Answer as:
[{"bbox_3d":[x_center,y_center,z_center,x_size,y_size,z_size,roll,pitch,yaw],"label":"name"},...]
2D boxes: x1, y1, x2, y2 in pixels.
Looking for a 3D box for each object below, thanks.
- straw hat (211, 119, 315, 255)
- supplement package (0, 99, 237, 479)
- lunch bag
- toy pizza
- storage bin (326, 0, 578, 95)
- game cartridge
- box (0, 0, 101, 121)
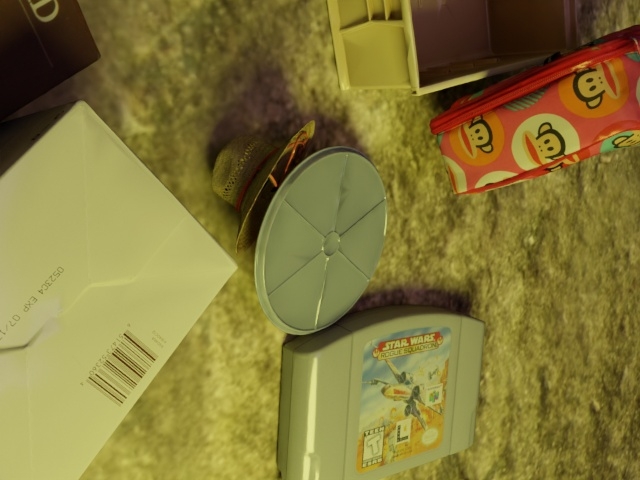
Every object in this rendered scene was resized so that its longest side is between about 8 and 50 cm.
[{"bbox_3d":[-0.066,-0.063,0.610,0.061,0.144,0.144,30,77,3],"label":"straw hat"},{"bbox_3d":[-0.205,0.036,0.424,0.194,0.203,0.149,-54,124,-24],"label":"supplement package"},{"bbox_3d":[0.268,-0.136,0.740,0.293,0.258,0.120,-21,90,-45],"label":"lunch bag"},{"bbox_3d":[0.000,0.000,0.678,0.201,0.032,0.201,-23,123,-43],"label":"toy pizza"},{"bbox_3d":[0.138,-0.305,0.685,0.262,0.123,0.260,-21,111,-32],"label":"storage bin"},{"bbox_3d":[0.085,0.178,0.780,0.297,0.062,0.198,-3,105,-36],"label":"game cartridge"},{"bbox_3d":[-0.325,-0.091,0.324,0.381,0.143,0.191,-45,154,-23],"label":"box"}]
